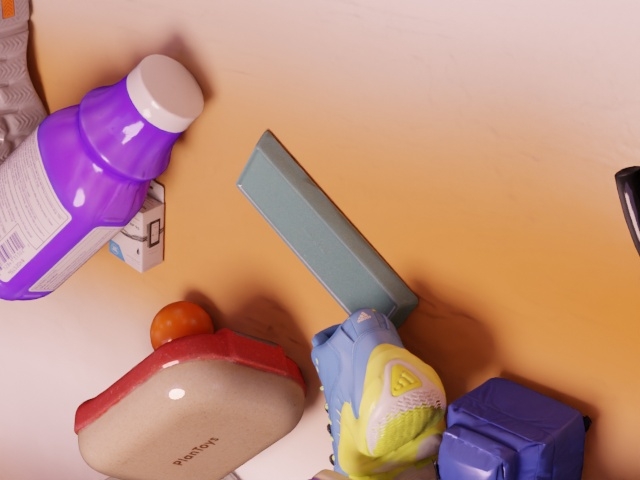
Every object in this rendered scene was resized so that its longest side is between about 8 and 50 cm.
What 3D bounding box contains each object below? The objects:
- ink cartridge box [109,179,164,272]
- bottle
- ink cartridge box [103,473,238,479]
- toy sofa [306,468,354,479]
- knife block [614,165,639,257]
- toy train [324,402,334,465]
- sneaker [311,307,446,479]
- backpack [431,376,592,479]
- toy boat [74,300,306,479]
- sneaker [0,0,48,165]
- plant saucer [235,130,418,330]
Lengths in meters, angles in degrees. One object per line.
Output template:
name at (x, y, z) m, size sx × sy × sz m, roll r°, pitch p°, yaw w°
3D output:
ink cartridge box at (-0.169, -0.019, 1.400) m, size 0.048 × 0.028 × 0.083 m, roll 30°, pitch 131°, yaw 33°
bottle at (-0.211, -0.057, 1.343) m, size 0.283 × 0.092 × 0.118 m, roll -39°, pitch 64°, yaw 35°
ink cartridge box at (-0.232, 0.399, 1.510) m, size 0.160 × 0.279 × 0.385 m, roll 47°, pitch 138°, yaw 18°
toy sofa at (0.094, 0.292, 1.055) m, size 0.362 × 0.150 × 0.177 m, roll 5°, pitch 117°, yaw 37°
knife block at (0.258, 0.065, 0.953) m, size 0.242 × 0.088 × 0.276 m, roll 41°, pitch 136°, yaw 24°
toy train at (0.025, 0.153, 1.298) m, size 0.036 × 0.027 × 0.158 m, roll 12°, pitch 120°, yaw 30°
sneaker at (0.044, 0.137, 1.226) m, size 0.240 × 0.091 × 0.126 m, roll 102°, pitch 148°, yaw -54°
backpack at (0.135, 0.179, 1.139) m, size 0.098 × 0.101 × 0.120 m, roll 26°, pitch 131°, yaw 43°
toy boat at (-0.123, 0.125, 1.367) m, size 0.231 × 0.151 × 0.151 m, roll -37°, pitch 46°, yaw 39°
sneaker at (-0.358, -0.148, 1.473) m, size 0.180 × 0.124 × 0.321 m, roll 23°, pitch 116°, yaw 42°
plant saucer at (0.000, 0.000, 1.242) m, size 0.192 × 0.018 × 0.067 m, roll 48°, pitch 139°, yaw 14°
